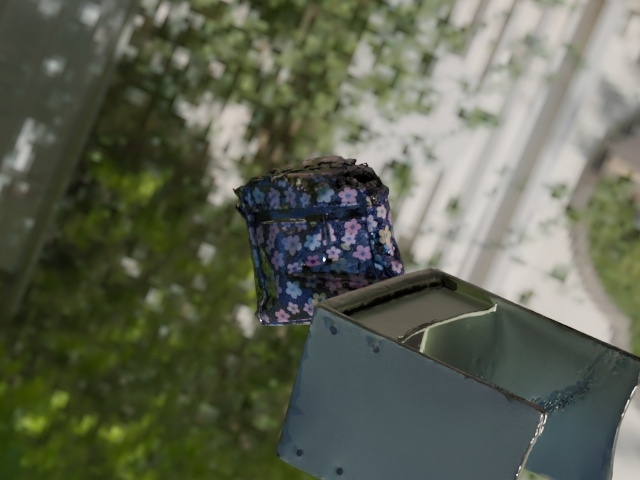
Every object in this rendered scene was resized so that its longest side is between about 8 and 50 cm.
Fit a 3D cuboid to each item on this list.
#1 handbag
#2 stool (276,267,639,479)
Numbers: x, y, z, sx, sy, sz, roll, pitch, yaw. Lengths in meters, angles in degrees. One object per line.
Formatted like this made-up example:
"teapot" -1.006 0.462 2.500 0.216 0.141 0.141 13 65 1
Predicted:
"handbag" 0.000 0.000 2.507 0.228 0.208 0.127 -5 -174 32
"stool" 0.138 0.163 1.969 0.269 0.170 0.243 23 -160 27
